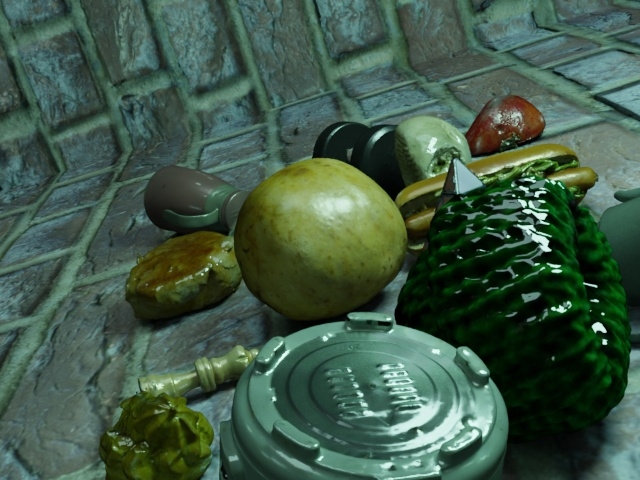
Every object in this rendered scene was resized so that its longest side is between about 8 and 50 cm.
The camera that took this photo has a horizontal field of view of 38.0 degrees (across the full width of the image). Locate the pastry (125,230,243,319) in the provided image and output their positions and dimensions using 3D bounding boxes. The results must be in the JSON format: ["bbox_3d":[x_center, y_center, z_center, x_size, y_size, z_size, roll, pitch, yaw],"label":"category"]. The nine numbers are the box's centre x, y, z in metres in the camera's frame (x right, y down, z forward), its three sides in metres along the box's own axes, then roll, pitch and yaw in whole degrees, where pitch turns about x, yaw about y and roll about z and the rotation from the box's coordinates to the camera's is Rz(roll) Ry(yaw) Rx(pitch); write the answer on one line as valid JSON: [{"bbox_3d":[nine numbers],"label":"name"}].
[{"bbox_3d":[-0.242,0.061,1.639,0.218,0.100,0.229,-26,25,-12],"label":"pastry"}]

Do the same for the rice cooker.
[{"bbox_3d":[0.033,0.208,0.789,0.241,0.227,0.280,-6,31,-16],"label":"rice cooker"}]

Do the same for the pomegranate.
[{"bbox_3d":[0.000,0.000,1.391,0.260,0.260,0.260,-15,19,5],"label":"pomegranate"}]

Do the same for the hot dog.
[{"bbox_3d":[0.285,-0.070,1.491,0.337,0.135,0.100,-17,-5,-4],"label":"hot dog"}]

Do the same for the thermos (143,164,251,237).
[{"bbox_3d":[-0.253,-0.071,1.964,0.176,0.146,0.265,-23,24,-37],"label":"thermos"}]

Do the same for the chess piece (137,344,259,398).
[{"bbox_3d":[-0.163,0.189,1.282,0.172,0.060,0.060,-18,19,-11],"label":"chess piece"}]

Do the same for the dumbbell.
[{"bbox_3d":[0.094,-0.165,1.904,0.152,0.152,0.218,-26,20,-23],"label":"dumbbell"}]

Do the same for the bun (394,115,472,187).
[{"bbox_3d":[0.215,-0.139,1.682,0.128,0.178,0.193,-16,16,-3],"label":"bun"}]

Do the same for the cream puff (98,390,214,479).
[{"bbox_3d":[-0.200,0.233,1.096,0.146,0.116,0.146,-14,22,6],"label":"cream puff"}]

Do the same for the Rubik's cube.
[{"bbox_3d":[0.260,0.026,1.354,0.178,0.211,0.190,6,37,-11],"label":"Rubik's cube"}]

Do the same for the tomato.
[{"bbox_3d":[0.383,-0.259,1.999,0.189,0.099,0.173,-16,20,7],"label":"tomato"}]

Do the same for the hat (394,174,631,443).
[{"bbox_3d":[0.149,0.095,1.007,0.332,0.242,0.274,-25,30,29],"label":"hat"}]

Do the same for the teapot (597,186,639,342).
[{"bbox_3d":[0.397,0.021,1.144,0.149,0.162,0.239,-14,47,36],"label":"teapot"}]
